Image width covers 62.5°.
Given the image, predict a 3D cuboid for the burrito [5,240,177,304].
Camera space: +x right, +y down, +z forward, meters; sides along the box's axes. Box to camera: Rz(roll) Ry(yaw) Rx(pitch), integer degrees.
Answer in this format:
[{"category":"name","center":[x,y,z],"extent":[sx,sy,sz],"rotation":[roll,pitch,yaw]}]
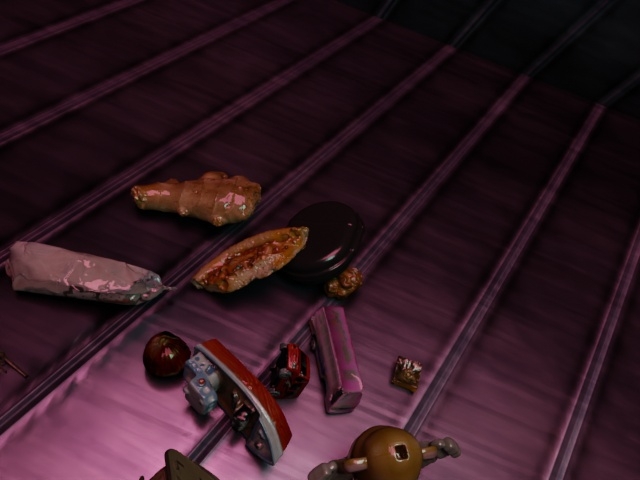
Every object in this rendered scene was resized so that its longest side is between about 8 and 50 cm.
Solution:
[{"category":"burrito","center":[-0.611,0.100,1.402],"extent":[0.445,0.101,0.139],"rotation":[13,47,-6]}]

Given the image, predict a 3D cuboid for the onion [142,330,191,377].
[{"category":"onion","center":[-0.388,0.290,1.317],"extent":[0.117,0.119,0.119],"rotation":[5,45,27]}]

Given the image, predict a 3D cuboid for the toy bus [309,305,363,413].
[{"category":"toy bus","center":[0.039,0.314,1.417],"extent":[0.090,0.112,0.274],"rotation":[3,52,-23]}]

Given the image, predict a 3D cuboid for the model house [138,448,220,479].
[{"category":"model house","center":[-0.334,0.616,1.078],"extent":[0.278,0.218,0.205],"rotation":[-42,114,-4]}]

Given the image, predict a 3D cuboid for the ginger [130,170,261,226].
[{"category":"ginger","center":[-0.374,-0.159,1.634],"extent":[0.375,0.166,0.236],"rotation":[20,59,-8]}]

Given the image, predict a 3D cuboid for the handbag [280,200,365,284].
[{"category":"handbag","center":[-0.001,-0.001,1.594],"extent":[0.253,0.093,0.308],"rotation":[0,45,26]}]

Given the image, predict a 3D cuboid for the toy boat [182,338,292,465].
[{"category":"toy boat","center":[-0.207,0.395,1.254],"extent":[0.332,0.145,0.133],"rotation":[41,44,19]}]

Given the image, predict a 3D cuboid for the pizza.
[{"category":"pizza","center":[-0.196,0.056,1.490],"extent":[0.365,0.074,0.182],"rotation":[-22,30,3]}]

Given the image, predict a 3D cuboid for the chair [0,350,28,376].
[{"category":"chair","center":[-0.799,0.259,1.229],"extent":[0.221,0.095,0.104],"rotation":[36,41,14]}]

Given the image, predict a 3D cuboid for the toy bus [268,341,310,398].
[{"category":"toy bus","center":[-0.074,0.328,1.314],"extent":[0.089,0.195,0.081],"rotation":[9,51,-13]}]

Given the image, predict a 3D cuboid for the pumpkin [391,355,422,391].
[{"category":"pumpkin","center":[0.240,0.370,1.463],"extent":[0.074,0.054,0.083],"rotation":[17,55,4]}]

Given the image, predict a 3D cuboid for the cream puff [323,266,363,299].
[{"category":"cream puff","center":[0.067,0.123,1.577],"extent":[0.094,0.122,0.116],"rotation":[48,16,12]}]

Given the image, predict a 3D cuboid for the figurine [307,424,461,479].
[{"category":"figurine","center":[0.136,0.507,1.178],"extent":[0.342,0.285,0.167],"rotation":[-22,60,-31]}]
